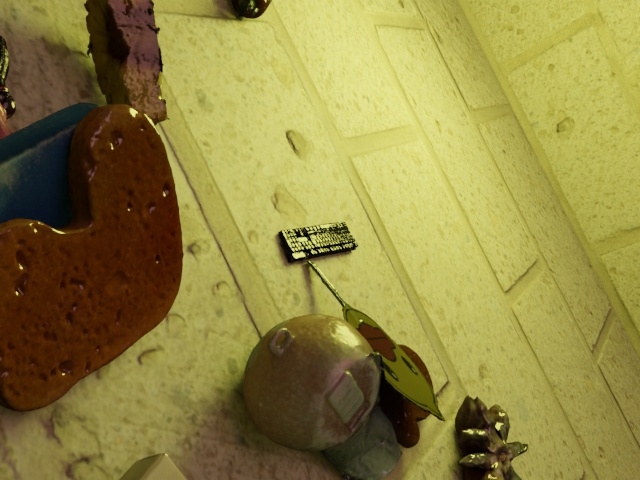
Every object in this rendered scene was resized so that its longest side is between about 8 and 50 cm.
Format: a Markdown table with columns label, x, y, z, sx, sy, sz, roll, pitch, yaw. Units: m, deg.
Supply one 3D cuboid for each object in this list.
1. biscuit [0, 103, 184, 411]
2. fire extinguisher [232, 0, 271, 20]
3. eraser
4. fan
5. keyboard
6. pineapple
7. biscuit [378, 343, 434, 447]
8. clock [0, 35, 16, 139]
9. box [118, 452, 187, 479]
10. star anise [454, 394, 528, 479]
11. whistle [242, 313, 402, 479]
| label | x | y | z | sx | sy | sz | roll | pitch | yaw |
| --- | --- | --- | --- | --- | --- | --- | --- | --- | --- |
| biscuit | -0.252 | 0.009 | 0.637 | 0.277 | 0.052 | 0.262 | -43 | 133 | -51 |
| fire extinguisher | -0.119 | -0.492 | 1.178 | 0.071 | 0.099 | 0.231 | 28 | 43 | -10 |
| eraser | -0.315 | -0.017 | 0.595 | 0.043 | 0.144 | 0.312 | 18 | 38 | 15 |
| fan | 0.083 | 0.155 | 0.982 | 0.335 | 0.011 | 0.229 | 50 | 10 | 20 |
| keyboard | 0.000 | 0.000 | 1.077 | 0.195 | 0.018 | 0.060 | -10 | 73 | -54 |
| pineapple | -0.266 | -0.259 | 0.822 | 0.080 | 0.135 | 0.233 | -11 | 98 | -25 |
| biscuit | 0.124 | 0.260 | 1.044 | 0.236 | 0.039 | 0.179 | -13 | 75 | -54 |
| clock | -0.403 | -0.161 | 0.608 | 0.194 | 0.100 | 0.195 | 5 | 63 | -48 |
| box | -0.127 | 0.411 | 0.609 | 0.343 | 0.065 | 0.200 | 56 | 36 | -10 |
| star anise | 0.319 | 0.411 | 1.144 | 0.229 | 0.093 | 0.236 | 54 | 35 | -11 |
| whistle | 0.008 | 0.225 | 0.847 | 0.347 | 0.189 | 0.189 | 58 | 31 | -37 |
